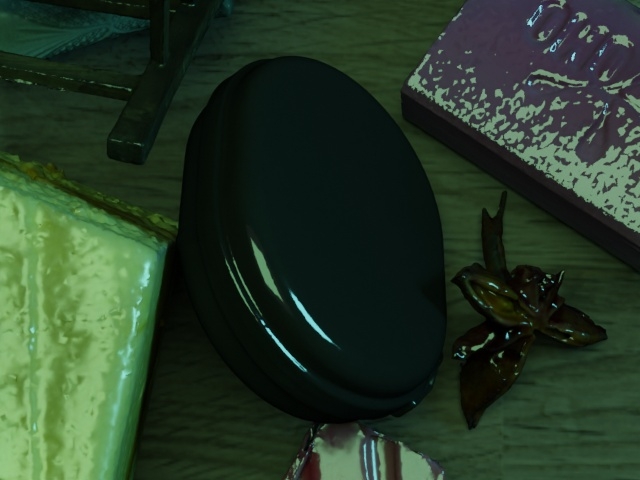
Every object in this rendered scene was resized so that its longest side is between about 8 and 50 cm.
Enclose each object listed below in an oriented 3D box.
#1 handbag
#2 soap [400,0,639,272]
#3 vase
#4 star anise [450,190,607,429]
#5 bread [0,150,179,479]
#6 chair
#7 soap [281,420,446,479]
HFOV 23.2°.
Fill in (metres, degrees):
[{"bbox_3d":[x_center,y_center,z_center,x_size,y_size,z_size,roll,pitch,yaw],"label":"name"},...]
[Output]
[{"bbox_3d":[-0.001,0.000,1.208,0.093,0.254,0.308,-30,42,33],"label":"handbag"},{"bbox_3d":[0.218,-0.118,1.309,0.259,0.081,0.181,36,79,13],"label":"soap"},{"bbox_3d":[-0.189,-0.212,1.364,0.219,0.096,0.096,-12,72,-3],"label":"vase"},{"bbox_3d":[0.140,0.043,1.275,0.140,0.158,0.144,-29,40,-15],"label":"star anise"},{"bbox_3d":[-0.230,0.111,1.155,0.242,0.345,0.404,14,81,1],"label":"bread"},{"bbox_3d":[-0.185,-0.271,1.202,0.241,0.203,0.416,10,40,7],"label":"chair"},{"bbox_3d":[0.024,0.257,1.198,0.162,0.099,0.249,-3,73,3],"label":"soap"}]
